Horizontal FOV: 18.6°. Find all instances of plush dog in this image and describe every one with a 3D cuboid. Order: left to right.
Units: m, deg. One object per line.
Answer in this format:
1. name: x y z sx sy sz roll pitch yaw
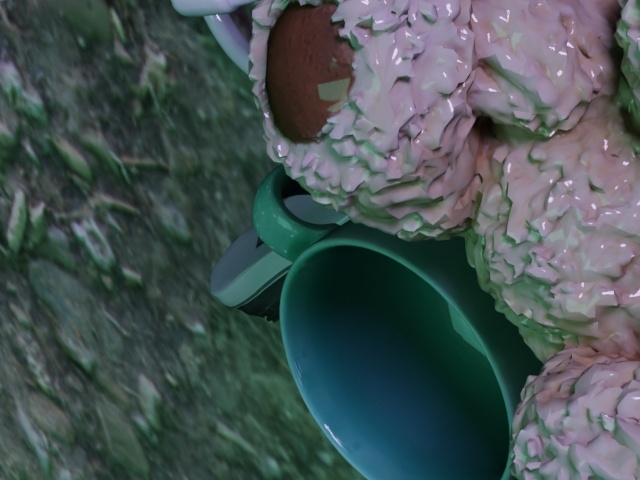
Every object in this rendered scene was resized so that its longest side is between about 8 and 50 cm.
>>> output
1. plush dog: 0.143 -0.043 0.647 0.225 0.210 0.262 -41 76 34

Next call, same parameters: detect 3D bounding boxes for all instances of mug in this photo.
1. mug: 0.056 0.025 0.832 0.129 0.097 0.158 -9 108 50

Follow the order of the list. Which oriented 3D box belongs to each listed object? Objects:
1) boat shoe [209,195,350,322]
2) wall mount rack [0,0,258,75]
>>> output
1. boat shoe: 0.000 0.000 0.938 0.040 0.049 0.142 32 142 -22
2. wall mount rack: -0.124 -0.212 0.865 0.304 0.130 0.350 5 117 49
